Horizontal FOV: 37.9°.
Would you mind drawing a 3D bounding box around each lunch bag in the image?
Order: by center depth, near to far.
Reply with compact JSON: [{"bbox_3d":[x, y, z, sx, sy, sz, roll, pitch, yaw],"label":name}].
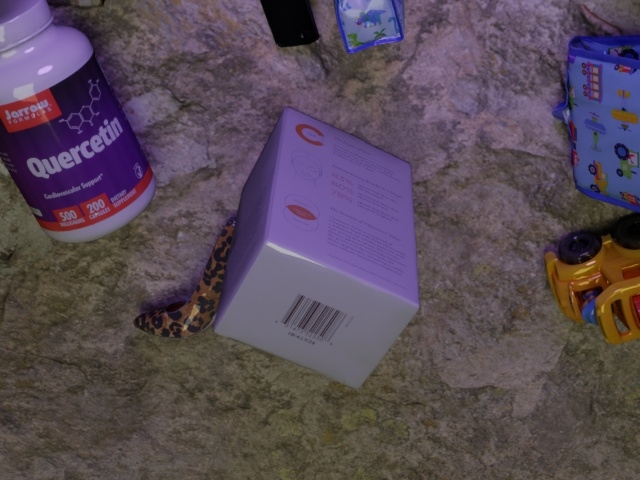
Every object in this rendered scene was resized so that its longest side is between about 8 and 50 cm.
[{"bbox_3d":[0.055,-0.336,1.182,0.096,0.129,0.151,-14,121,11],"label":"lunch bag"},{"bbox_3d":[0.435,-0.149,1.235,0.293,0.138,0.221,17,129,43],"label":"lunch bag"}]

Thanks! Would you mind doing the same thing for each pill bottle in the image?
[{"bbox_3d":[-0.367,-0.167,1.292,0.181,0.181,0.323,-14,123,12],"label":"pill bottle"}]

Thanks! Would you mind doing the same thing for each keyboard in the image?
[{"bbox_3d":[-0.041,-0.352,1.244,0.100,0.038,0.192,3,130,30],"label":"keyboard"}]

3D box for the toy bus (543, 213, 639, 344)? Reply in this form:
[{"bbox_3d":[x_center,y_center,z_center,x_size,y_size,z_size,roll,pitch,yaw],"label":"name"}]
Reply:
[{"bbox_3d":[0.466,0.086,1.408,0.220,0.211,0.149,-17,124,16],"label":"toy bus"}]

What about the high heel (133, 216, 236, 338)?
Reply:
[{"bbox_3d":[-0.206,0.060,1.520,0.261,0.093,0.186,-8,107,19],"label":"high heel"}]

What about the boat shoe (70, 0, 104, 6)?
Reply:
[{"bbox_3d":[-0.318,-0.379,1.220,0.048,0.056,0.153,-3,132,0],"label":"boat shoe"}]

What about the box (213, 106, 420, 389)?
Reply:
[{"bbox_3d":[0.000,0.000,1.288,0.215,0.345,0.168,24,123,-13],"label":"box"}]
